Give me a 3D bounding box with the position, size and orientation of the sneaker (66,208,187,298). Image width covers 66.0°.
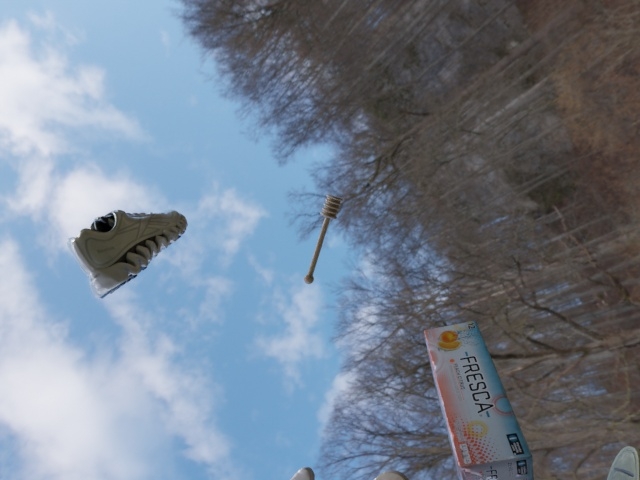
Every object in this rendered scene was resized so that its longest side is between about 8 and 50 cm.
[{"bbox_3d":[-0.338,-0.012,0.894,0.118,0.110,0.292,53,-162,-12],"label":"sneaker"}]

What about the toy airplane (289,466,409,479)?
[{"bbox_3d":[0.014,0.670,0.998,0.272,0.385,0.385,-5,-91,-81],"label":"toy airplane"}]

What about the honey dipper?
[{"bbox_3d":[0.000,0.000,0.853,0.031,0.030,0.160,15,-83,-28],"label":"honey dipper"}]

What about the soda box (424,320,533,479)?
[{"bbox_3d":[0.152,0.162,0.494,0.183,0.063,0.058,-87,-17,-61],"label":"soda box"}]

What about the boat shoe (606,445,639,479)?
[{"bbox_3d":[0.675,0.598,1.033,0.104,0.113,0.301,15,-110,3],"label":"boat shoe"}]
